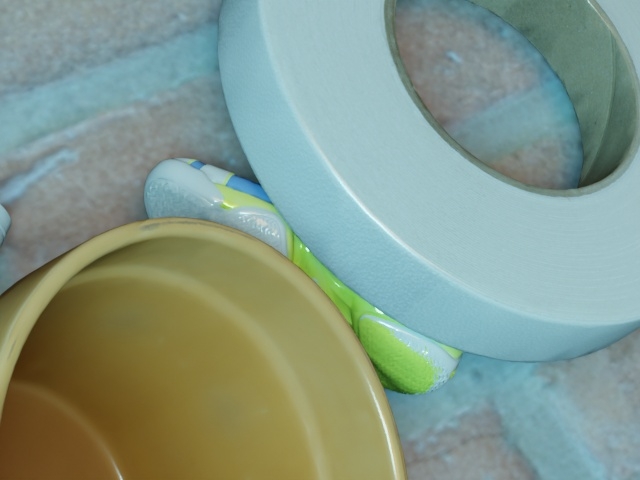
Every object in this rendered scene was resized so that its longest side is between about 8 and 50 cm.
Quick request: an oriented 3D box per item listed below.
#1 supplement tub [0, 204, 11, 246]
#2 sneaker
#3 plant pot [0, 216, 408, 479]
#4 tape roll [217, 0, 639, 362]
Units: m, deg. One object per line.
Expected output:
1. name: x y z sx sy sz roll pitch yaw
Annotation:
1. supplement tub: -0.244 0.018 0.985 0.071 0.071 0.107 29 67 -8
2. sneaker: 0.000 0.000 1.078 0.240 0.091 0.126 36 50 -8
3. plant pot: -0.119 0.150 0.877 0.291 0.203 0.291 18 64 -42
4. tape roll: 0.117 -0.107 1.102 0.392 0.072 0.392 14 58 -24
